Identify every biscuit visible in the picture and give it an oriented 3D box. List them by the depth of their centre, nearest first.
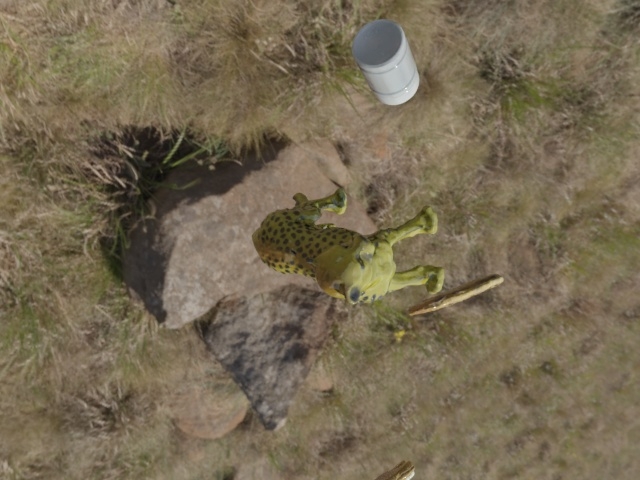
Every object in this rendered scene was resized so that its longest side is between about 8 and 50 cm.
[{"bbox_3d":[0.284,0.113,1.133,0.247,0.028,0.118,-15,170,-36],"label":"biscuit"},{"bbox_3d":[0.144,0.567,1.252,0.158,0.035,0.240,-31,161,-15],"label":"biscuit"}]

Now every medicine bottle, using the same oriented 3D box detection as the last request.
[{"bbox_3d":[0.075,-0.196,0.606,0.058,0.058,0.091,-44,157,6],"label":"medicine bottle"}]

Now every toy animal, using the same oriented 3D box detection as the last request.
[{"bbox_3d":[0.000,0.000,0.429,0.136,0.181,0.073,-14,118,-43],"label":"toy animal"}]
